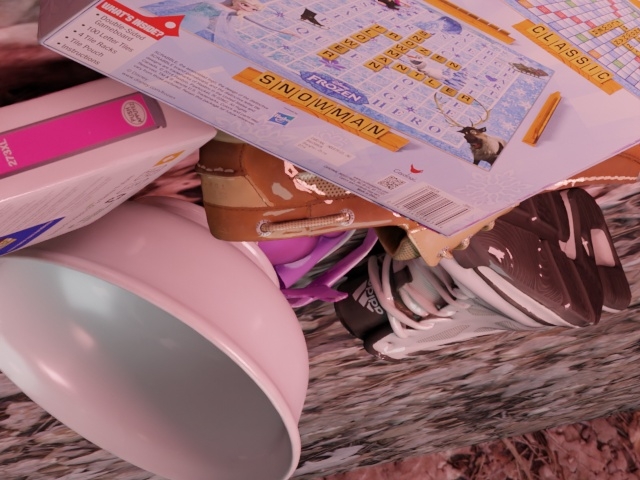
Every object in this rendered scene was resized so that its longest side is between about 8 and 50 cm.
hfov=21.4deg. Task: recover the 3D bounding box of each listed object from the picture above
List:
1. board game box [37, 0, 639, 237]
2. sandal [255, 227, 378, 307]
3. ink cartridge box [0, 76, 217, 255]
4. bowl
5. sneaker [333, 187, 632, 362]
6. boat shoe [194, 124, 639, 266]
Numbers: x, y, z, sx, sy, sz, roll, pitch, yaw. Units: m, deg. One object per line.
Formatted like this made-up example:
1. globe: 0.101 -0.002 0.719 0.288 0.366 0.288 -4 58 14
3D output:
1. board game box: 0.073 -0.134 0.888 0.318 0.066 0.318 24 142 -38
2. sandal: -0.014 0.002 1.395 0.169 0.102 0.416 -8 163 -24
3. ink cartridge box: -0.250 -0.011 1.016 0.371 0.069 0.175 -26 177 -42
4. bowl: -0.123 0.060 1.325 0.298 0.134 0.298 22 148 14
5. sneaker: 0.116 0.044 1.544 0.257 0.169 0.447 -22 166 18
6. boat shoe: 0.065 -0.047 1.168 0.324 0.120 0.122 1 -167 -19
